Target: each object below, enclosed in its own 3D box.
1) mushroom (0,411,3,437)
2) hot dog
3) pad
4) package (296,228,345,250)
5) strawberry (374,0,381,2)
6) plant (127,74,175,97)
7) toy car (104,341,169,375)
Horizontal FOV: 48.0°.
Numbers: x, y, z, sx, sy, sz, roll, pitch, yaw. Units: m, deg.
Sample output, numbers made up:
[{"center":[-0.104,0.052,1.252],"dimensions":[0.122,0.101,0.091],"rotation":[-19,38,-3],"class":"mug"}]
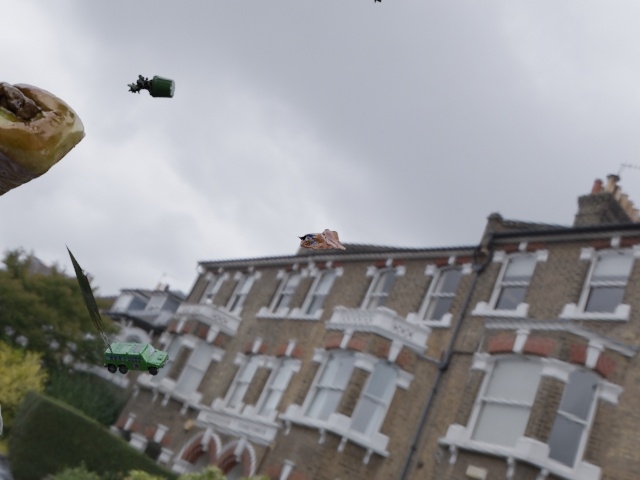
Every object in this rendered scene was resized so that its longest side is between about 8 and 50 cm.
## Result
[{"center":[-0.412,0.172,0.576],"dimensions":[0.260,0.352,0.352],"rotation":[15,-14,-37],"class":"mushroom"},{"center":[-0.719,-0.243,1.641],"dimensions":[0.405,0.185,0.223],"rotation":[-10,-51,50],"class":"hot dog"},{"center":[-0.405,0.105,1.261],"dimensions":[0.116,0.004,0.193],"rotation":[42,-32,42],"class":"pad"},{"center":[0.000,-0.001,1.727],"dimensions":[0.111,0.033,0.077],"rotation":[-3,21,-13],"class":"package"},{"center":[0.206,-0.714,1.620],"dimensions":[0.292,0.344,0.292],"rotation":[62,-4,7],"class":"strawberry"},{"center":[-0.371,-0.338,1.570],"dimensions":[0.102,0.051,0.051],"rotation":[7,-25,0],"class":"plant"},{"center":[-0.481,0.305,1.877],"dimensions":[0.165,0.071,0.062],"rotation":[2,-63,13],"class":"toy car"}]
